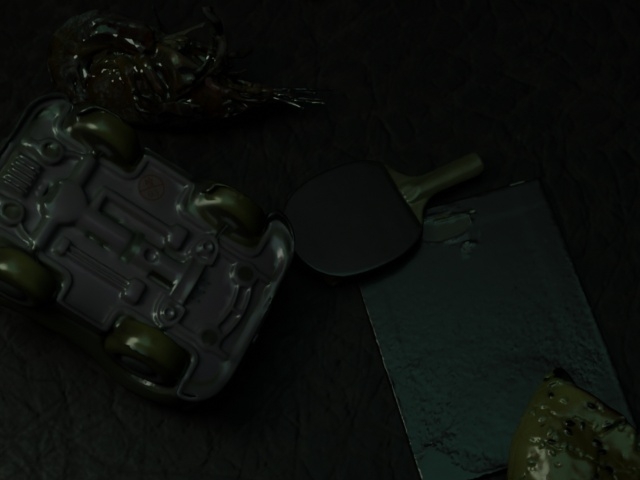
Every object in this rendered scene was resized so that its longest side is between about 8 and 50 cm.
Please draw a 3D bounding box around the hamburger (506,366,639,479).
[{"bbox_3d":[0.280,0.279,1.683,0.192,0.167,0.288,-40,74,-14],"label":"hamburger"}]

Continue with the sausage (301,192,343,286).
[{"bbox_3d":[0.000,0.000,1.907,0.026,0.026,0.116,-16,66,-4],"label":"sausage"}]

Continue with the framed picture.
[{"bbox_3d":[0.184,0.099,1.860,0.244,0.013,0.323,-16,65,-4],"label":"framed picture"}]

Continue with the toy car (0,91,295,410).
[{"bbox_3d":[-0.230,0.020,1.832,0.336,0.226,0.242,32,68,-12],"label":"toy car"}]

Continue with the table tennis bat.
[{"bbox_3d":[0.075,-0.043,1.907,0.247,0.022,0.138,-25,67,-13],"label":"table tennis bat"}]

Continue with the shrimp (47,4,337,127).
[{"bbox_3d":[-0.152,-0.199,1.959,0.343,0.116,0.145,8,90,4],"label":"shrimp"}]
